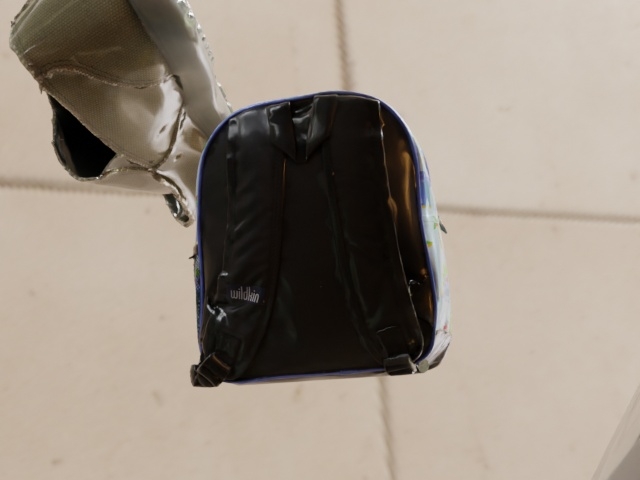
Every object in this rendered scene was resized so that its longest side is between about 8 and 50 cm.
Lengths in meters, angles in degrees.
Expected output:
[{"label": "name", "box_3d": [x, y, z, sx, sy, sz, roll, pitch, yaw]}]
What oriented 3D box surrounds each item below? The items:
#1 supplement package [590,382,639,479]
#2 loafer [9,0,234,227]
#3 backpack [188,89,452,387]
[{"label": "supplement package", "box_3d": [0.199, 0.030, 0.414, 0.203, 0.194, 0.149, 28, 66, 8]}, {"label": "loafer", "box_3d": [-0.095, -0.070, 0.859, 0.087, 0.251, 0.094, -27, 67, -3]}, {"label": "backpack", "box_3d": [0.000, 0.000, 0.716, 0.105, 0.084, 0.114, -5, 86, 10]}]
